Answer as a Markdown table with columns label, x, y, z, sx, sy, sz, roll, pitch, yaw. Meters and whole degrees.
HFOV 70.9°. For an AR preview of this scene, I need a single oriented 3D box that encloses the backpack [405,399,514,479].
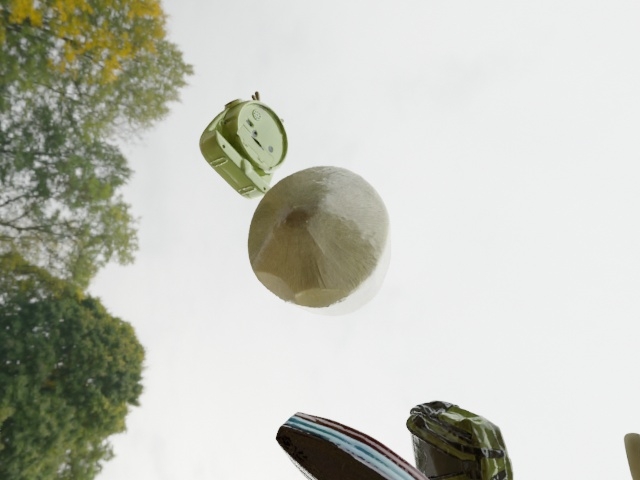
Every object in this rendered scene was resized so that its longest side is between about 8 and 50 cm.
| label | x | y | z | sx | sy | sz | roll | pitch | yaw |
| --- | --- | --- | --- | --- | --- | --- | --- | --- | --- |
| backpack | 0.296 | 0.467 | 0.992 | 0.253 | 0.140 | 0.207 | -26 | -108 | 62 |

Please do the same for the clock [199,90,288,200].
| label | x | y | z | sx | sy | sz | roll | pitch | yaw |
| --- | --- | --- | --- | --- | --- | --- | --- | --- | --- |
| clock | -0.185 | -0.284 | 1.249 | 0.096 | 0.235 | 0.308 | -14 | -136 | 39 |

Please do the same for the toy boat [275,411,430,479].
| label | x | y | z | sx | sy | sz | roll | pitch | yaw |
| --- | --- | --- | --- | --- | --- | --- | --- | --- | --- |
| toy boat | 0.078 | 0.432 | 0.818 | 0.392 | 0.079 | 0.136 | 14 | -100 | 36 |

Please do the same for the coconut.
| label | x | y | z | sx | sy | sz | roll | pitch | yaw |
| --- | --- | --- | --- | --- | --- | --- | --- | --- | --- |
| coconut | 0.000 | 0.000 | 0.747 | 0.237 | 0.266 | 0.237 | -2 | -108 | 8 |

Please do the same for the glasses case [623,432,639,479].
| label | x | y | z | sx | sy | sz | roll | pitch | yaw |
| --- | --- | --- | --- | --- | --- | --- | --- | --- | --- |
| glasses case | 0.522 | 0.359 | 0.736 | 0.032 | 0.021 | 0.083 | -28 | -135 | 43 |
